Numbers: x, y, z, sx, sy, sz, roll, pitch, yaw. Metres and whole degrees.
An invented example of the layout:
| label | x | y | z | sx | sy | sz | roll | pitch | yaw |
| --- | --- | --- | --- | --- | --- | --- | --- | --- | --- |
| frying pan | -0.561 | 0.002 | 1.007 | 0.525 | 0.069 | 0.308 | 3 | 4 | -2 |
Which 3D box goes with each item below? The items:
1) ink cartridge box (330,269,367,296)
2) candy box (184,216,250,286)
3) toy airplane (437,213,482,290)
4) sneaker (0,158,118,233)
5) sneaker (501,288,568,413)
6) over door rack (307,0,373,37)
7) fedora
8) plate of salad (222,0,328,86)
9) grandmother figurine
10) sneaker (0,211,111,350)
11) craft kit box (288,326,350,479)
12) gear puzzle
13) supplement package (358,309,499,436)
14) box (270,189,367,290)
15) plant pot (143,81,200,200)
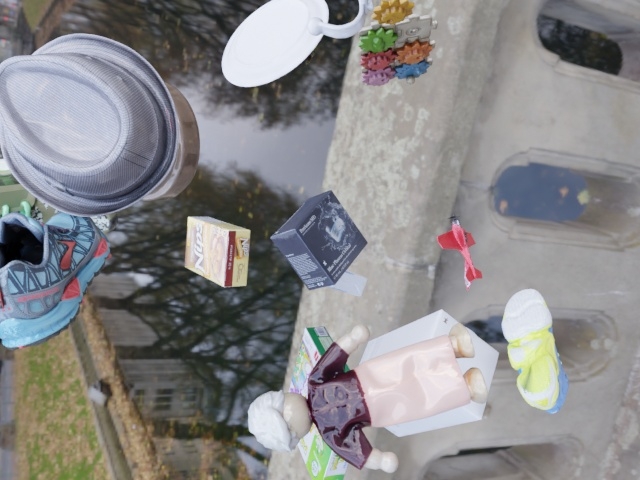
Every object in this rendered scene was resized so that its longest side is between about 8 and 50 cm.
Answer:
| label | x | y | z | sx | sy | sz | roll | pitch | yaw |
| --- | --- | --- | --- | --- | --- | --- | --- | --- | --- |
| ink cartridge box | 0.062 | 0.117 | 1.890 | 0.181 | 0.104 | 0.062 | -160 | 88 | -74 |
| candy box | -0.347 | 0.031 | 2.020 | 0.316 | 0.087 | 0.183 | 16 | 102 | 53 |
| toy airplane | 0.277 | 0.021 | 1.183 | 0.028 | 0.151 | 0.151 | -17 | 69 | 38 |
| sneaker | -0.546 | -0.040 | 0.987 | 0.182 | 0.410 | 0.158 | -94 | 19 | -44 |
| sneaker | 0.403 | 0.213 | 1.140 | 0.091 | 0.126 | 0.240 | -16 | 43 | 29 |
| over door rack | -0.001 | -0.403 | 0.604 | 0.239 | 0.108 | 0.324 | 68 | -154 | -62 |
| fedora | -0.326 | -0.161 | 0.794 | 0.244 | 0.275 | 0.124 | -51 | -5 | 1 |
| plate of salad | -0.072 | -0.321 | 0.988 | 0.199 | 0.048 | 0.200 | -15 | 54 | 22 |
| grandmother figurine | 0.062 | 0.233 | 0.888 | 0.104 | 0.342 | 0.208 | 78 | 178 | -64 |
| sneaker | -0.337 | 0.009 | 0.753 | 0.262 | 0.104 | 0.125 | -107 | 3 | -60 |
| craft kit box | 0.003 | 0.356 | 1.301 | 0.250 | 0.060 | 0.247 | -126 | 42 | -55 |
| gear puzzle | 0.170 | -0.425 | 1.337 | 0.339 | 0.175 | 0.044 | 63 | -162 | -76 |
| supplement package | 0.224 | 0.309 | 1.383 | 0.293 | 0.177 | 0.175 | -39 | 18 | 52 |
| box | 0.000 | 0.000 | 1.369 | 0.093 | 0.158 | 0.156 | -17 | 25 | 48 |
| plant pot | -0.422 | -0.202 | 1.268 | 0.263 | 0.229 | 0.263 | 8 | 105 | 31 |
